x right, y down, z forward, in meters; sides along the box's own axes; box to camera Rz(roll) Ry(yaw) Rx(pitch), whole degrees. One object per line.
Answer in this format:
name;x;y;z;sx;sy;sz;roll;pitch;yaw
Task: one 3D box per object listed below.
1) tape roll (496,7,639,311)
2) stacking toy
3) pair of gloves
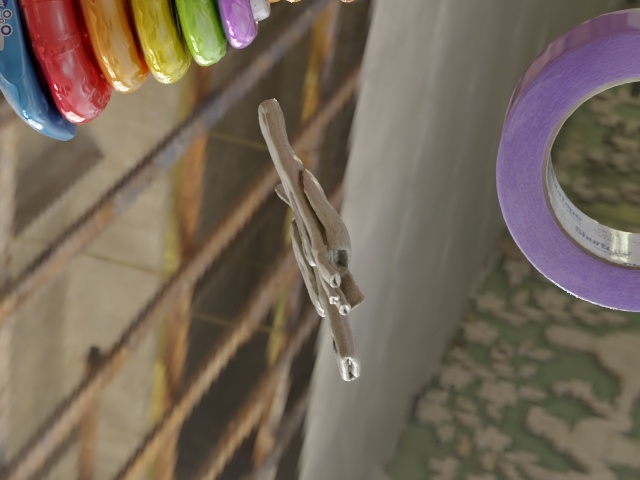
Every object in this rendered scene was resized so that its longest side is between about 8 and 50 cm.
tape roll;0.305;-0.075;1.574;0.090;0.275;0.275;-64;-15;-66
stacking toy;-0.099;-0.189;1.276;0.166;0.302;0.175;44;-144;-84
pair of gloves;0.000;0.000;1.560;0.240;0.042;0.204;78;172;-60
